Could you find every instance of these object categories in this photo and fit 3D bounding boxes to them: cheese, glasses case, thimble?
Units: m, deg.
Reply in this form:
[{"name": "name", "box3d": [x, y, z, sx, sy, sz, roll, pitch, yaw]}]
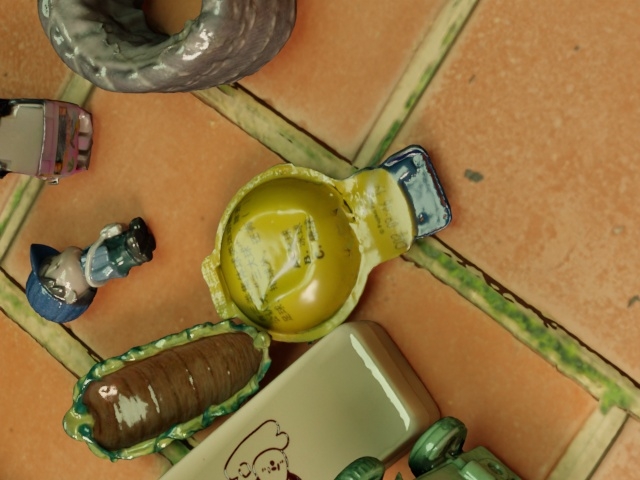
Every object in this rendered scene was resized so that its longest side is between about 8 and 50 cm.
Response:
[{"name": "cheese", "box3d": [0.000, 0.000, 1.591, 0.270, 0.069, 0.177, -26, 78, 25]}, {"name": "glasses case", "box3d": [-0.034, 0.216, 1.611, 0.313, 0.070, 0.131, -41, 72, 23]}, {"name": "thimble", "box3d": [-0.145, -0.247, 1.613, 0.236, 0.172, 0.205, -5, 91, 31]}]

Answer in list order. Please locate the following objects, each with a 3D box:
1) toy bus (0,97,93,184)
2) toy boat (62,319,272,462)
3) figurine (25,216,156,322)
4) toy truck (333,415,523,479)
[{"name": "toy bus", "box3d": [-0.380, -0.115, 1.771, 0.274, 0.112, 0.090, 7, 94, 28]}, {"name": "toy boat", "box3d": [-0.132, 0.141, 1.652, 0.293, 0.099, 0.108, -26, 80, 34]}, {"name": "figurine", "box3d": [-0.243, 0.028, 1.727, 0.149, 0.086, 0.087, -23, 120, 15]}, {"name": "toy truck", "box3d": [0.096, 0.268, 1.425, 0.155, 0.279, 0.156, 39, 117, 22]}]
